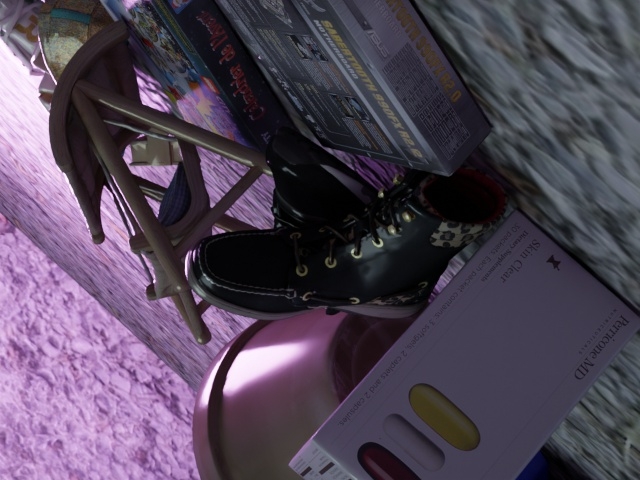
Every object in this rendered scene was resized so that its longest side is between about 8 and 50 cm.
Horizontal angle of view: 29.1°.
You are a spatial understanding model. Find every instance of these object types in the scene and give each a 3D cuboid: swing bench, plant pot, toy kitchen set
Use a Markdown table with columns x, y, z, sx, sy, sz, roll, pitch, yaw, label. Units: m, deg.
| x | y | z | sx | sy | sz | roll | pitch | yaw | label |
| --- | --- | --- | --- | --- | --- | --- | --- | --- | --- |
| -0.170 | -0.053 | 1.300 | 0.254 | 0.165 | 0.253 | 41 | 166 | 11 | swing bench |
| 0.044 | 0.194 | 1.420 | 0.323 | 0.323 | 0.280 | 43 | 147 | 0 | plant pot |
| -0.195 | -0.134 | 1.575 | 0.083 | 0.075 | 0.068 | 0 | 103 | 20 | toy kitchen set |

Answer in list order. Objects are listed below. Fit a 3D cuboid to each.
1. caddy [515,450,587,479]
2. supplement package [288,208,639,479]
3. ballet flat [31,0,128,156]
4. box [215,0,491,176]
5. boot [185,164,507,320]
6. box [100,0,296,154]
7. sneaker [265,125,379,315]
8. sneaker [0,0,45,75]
| x | y | z | sx | sy | sz | roll | pitch | yaw | label |
| --- | --- | --- | --- | --- | --- | --- | --- | --- | --- |
| 0.269 | 0.401 | 1.556 | 0.241 | 0.179 | 0.341 | 30 | 160 | 35 | caddy |
| 0.119 | 0.136 | 1.073 | 0.145 | 0.262 | 0.204 | 41 | 164 | 5 | supplement package |
| -0.280 | -0.187 | 1.449 | 0.123 | 0.123 | 0.348 | 41 | 160 | 5 | ballet flat |
| 0.007 | -0.160 | 0.955 | 0.231 | 0.056 | 0.183 | 51 | 162 | -30 | box |
| 0.022 | -0.005 | 1.029 | 0.236 | 0.085 | 0.178 | 5 | 149 | -25 | boot |
| -0.128 | -0.184 | 1.242 | 0.159 | 0.044 | 0.233 | 26 | 157 | 47 | box |
| 0.000 | 0.000 | 1.172 | 0.107 | 0.124 | 0.283 | 37 | 175 | 27 | sneaker |
| -0.380 | -0.297 | 1.471 | 0.169 | 0.108 | 0.292 | 38 | 173 | 11 | sneaker |
